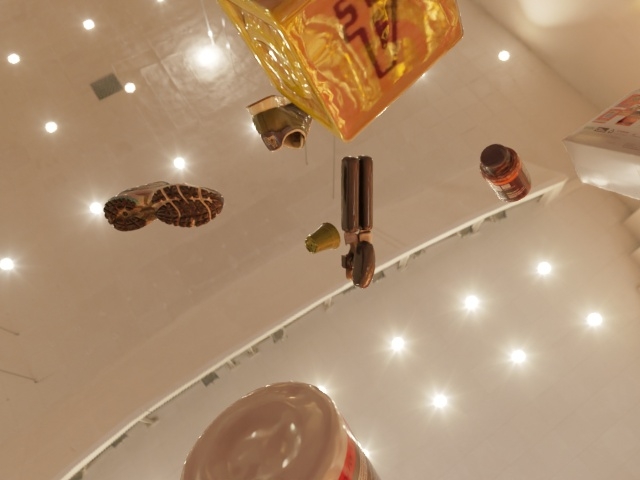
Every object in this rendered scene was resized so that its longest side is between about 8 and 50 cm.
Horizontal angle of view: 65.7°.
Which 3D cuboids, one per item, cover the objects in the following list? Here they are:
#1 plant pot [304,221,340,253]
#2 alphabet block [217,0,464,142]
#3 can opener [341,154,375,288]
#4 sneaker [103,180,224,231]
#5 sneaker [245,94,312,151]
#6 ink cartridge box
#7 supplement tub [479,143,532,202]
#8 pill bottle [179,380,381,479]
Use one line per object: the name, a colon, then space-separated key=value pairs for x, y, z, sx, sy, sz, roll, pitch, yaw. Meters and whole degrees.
plant pot: x=0.000 y=0.000 z=1.394 sx=0.079 sy=0.083 sz=0.083 roll=-27 pitch=-115 yaw=-40
alphabet block: x=0.018 y=-0.272 z=0.577 sx=0.197 sy=0.193 sz=0.192 roll=-42 pitch=-131 yaw=-1
can opener: x=0.090 y=-0.041 z=1.061 sx=0.074 sy=0.093 sz=0.280 roll=-10 pitch=-78 yaw=-33
sneaker: x=-0.360 y=-0.102 z=1.169 sx=0.283 sy=0.110 sz=0.122 roll=-2 pitch=-147 yaw=9
sneaker: x=-0.049 y=-0.191 z=0.818 sx=0.064 sy=0.192 sz=0.086 roll=-16 pitch=-81 yaw=29
ink cartridge box: x=0.726 y=-0.214 z=1.018 sx=0.272 sy=0.309 sz=0.130 roll=-35 pitch=-69 yaw=3
supplement tub: x=0.492 y=-0.184 z=1.329 sx=0.106 sy=0.198 sz=0.106 roll=-14 pitch=-117 yaw=30
pill bottle: x=0.003 y=0.323 z=0.538 sx=0.176 sy=0.318 sz=0.176 roll=-23 pitch=-155 yaw=11
